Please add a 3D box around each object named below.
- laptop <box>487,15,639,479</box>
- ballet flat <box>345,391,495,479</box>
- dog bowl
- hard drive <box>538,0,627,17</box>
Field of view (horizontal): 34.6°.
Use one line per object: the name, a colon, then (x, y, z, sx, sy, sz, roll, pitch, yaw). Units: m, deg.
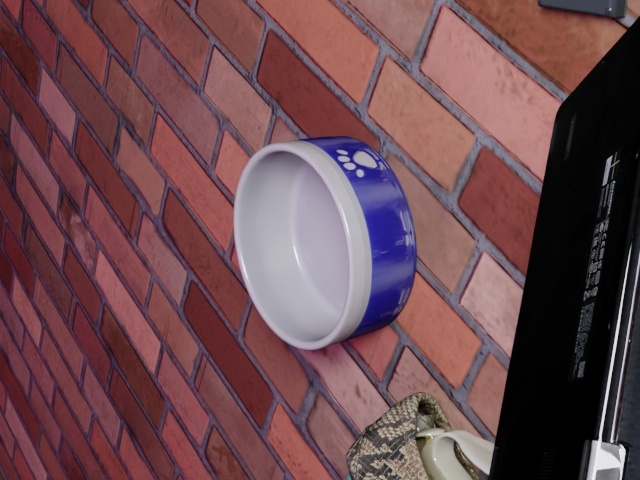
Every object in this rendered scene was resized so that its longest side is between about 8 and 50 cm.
laptop: (0.305, 0.037, 0.721, 0.408, 0.236, 0.382, 112, 172, -77)
ballet flat: (0.204, 0.356, 1.111, 0.182, 0.164, 0.483, -53, 53, 21)
dog bowl: (0.000, 0.000, 1.312, 0.265, 0.104, 0.265, 22, 118, 50)
hard drive: (0.246, -0.279, 0.947, 0.094, 0.022, 0.135, 26, 120, 49)
